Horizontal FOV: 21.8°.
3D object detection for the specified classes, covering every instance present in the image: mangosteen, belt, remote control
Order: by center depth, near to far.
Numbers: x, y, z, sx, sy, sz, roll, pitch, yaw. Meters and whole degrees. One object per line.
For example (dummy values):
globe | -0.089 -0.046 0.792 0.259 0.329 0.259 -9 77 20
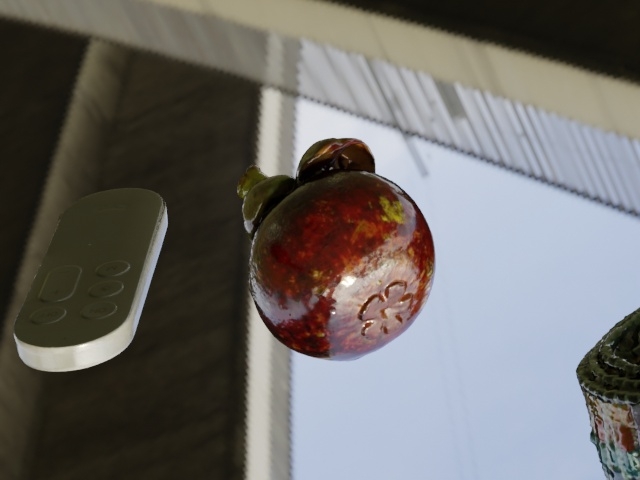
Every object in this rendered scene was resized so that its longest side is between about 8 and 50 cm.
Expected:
remote control | -0.152 0.021 1.122 0.077 0.022 0.245 -4 -155 4
mangosteen | 0.008 0.008 1.283 0.156 0.146 0.181 -45 -150 -4
belt | 0.344 0.119 1.455 0.295 0.160 0.207 -28 -160 -30
